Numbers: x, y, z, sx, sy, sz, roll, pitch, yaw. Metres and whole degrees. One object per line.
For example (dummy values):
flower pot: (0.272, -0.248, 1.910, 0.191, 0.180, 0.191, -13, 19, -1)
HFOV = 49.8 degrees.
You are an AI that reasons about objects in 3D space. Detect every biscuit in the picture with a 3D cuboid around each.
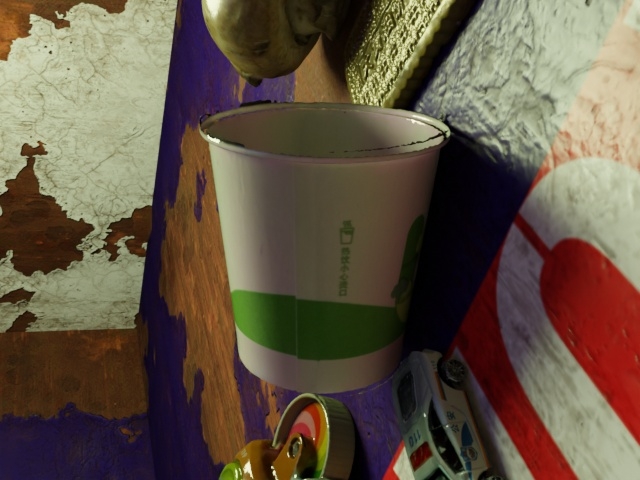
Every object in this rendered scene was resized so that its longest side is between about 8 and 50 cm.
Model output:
biscuit: (0.087, -0.245, 0.790, 0.254, 0.029, 0.172, 122, 143, -52)

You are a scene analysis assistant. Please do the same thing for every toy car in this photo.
toy car: (0.119, 0.202, 0.660, 0.095, 0.056, 0.205, 118, 146, -46)
toy car: (-0.023, 0.319, 0.932, 0.235, 0.145, 0.235, -38, 42, 46)

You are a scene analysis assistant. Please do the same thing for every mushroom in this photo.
mushroom: (-0.053, -0.331, 0.932, 0.255, 0.184, 0.255, 17, -90, -85)

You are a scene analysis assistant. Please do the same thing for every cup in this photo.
cup: (0.000, 0.000, 0.734, 0.253, 0.253, 0.274, -134, 43, -60)
